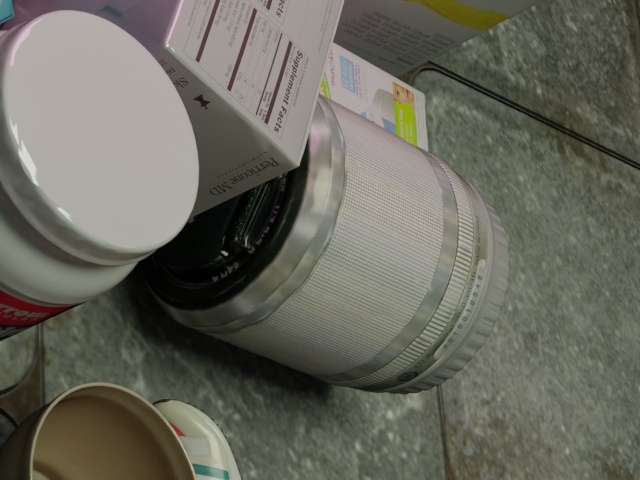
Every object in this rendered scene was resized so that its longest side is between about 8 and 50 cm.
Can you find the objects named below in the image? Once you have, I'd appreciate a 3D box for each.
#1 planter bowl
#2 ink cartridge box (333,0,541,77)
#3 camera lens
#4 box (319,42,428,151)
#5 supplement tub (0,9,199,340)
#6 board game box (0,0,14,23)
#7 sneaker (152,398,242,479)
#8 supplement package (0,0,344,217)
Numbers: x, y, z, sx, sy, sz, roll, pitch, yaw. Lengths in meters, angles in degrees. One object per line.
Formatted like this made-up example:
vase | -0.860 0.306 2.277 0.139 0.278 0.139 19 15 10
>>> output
planter bowl | -0.181 0.195 1.394 0.162 0.109 0.162 28 51 -40
ink cartridge box | 0.127 -0.356 1.846 0.160 0.384 0.279 17 58 -42
camera lens | 0.000 0.000 1.629 0.274 0.219 0.219 25 53 -41
box | -0.004 -0.108 1.781 0.203 0.103 0.114 25 52 -41
supplement tub | -0.235 -0.027 1.313 0.191 0.272 0.191 27 52 -40
board game box | -0.331 -0.285 1.356 0.254 0.079 0.336 -46 136 -59
sneaker | -0.100 0.205 1.530 0.075 0.057 0.161 -33 100 -58
supplement package | -0.135 -0.126 1.497 0.145 0.262 0.204 40 44 -29
